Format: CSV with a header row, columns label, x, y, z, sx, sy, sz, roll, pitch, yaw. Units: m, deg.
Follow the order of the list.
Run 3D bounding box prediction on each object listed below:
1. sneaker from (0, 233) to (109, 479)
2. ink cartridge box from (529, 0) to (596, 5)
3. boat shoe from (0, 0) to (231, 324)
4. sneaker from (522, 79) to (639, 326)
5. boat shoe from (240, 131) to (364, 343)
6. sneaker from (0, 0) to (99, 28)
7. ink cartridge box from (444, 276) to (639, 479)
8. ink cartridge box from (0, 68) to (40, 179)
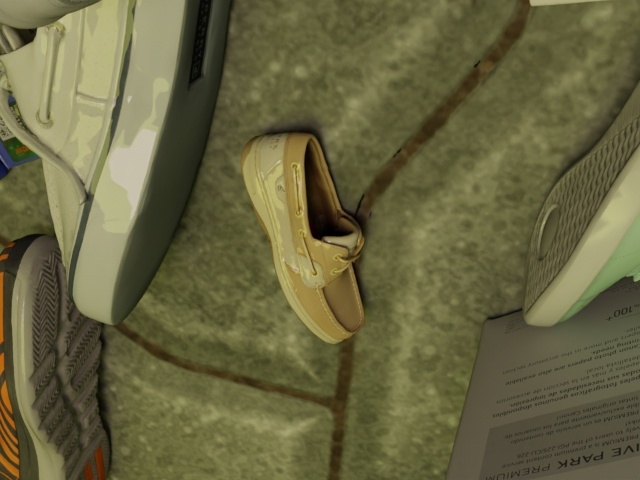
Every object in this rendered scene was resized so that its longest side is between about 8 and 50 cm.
label,x,y,z,sx,sy,sz,roll,pitch,yaw
sneaker,-0.294,0.123,0.835,0.180,0.124,0.321,14,124,11
ink cartridge box,0.206,-0.192,0.486,0.198,0.067,0.115,0,119,21
boat shoe,-0.159,-0.117,0.630,0.156,0.136,0.367,20,122,8
sneaker,0.231,-0.013,0.577,0.151,0.094,0.256,19,136,-8
boat shoe,0.000,0.000,0.686,0.059,0.063,0.170,-10,116,32
sneaker,0.012,-0.182,0.411,0.366,0.137,0.210,-39,69,3
ink cartridge box,0.236,0.126,0.548,0.309,0.272,0.130,-22,111,31
ink cartridge box,-0.387,-0.099,0.774,0.311,0.065,0.186,-14,115,25
